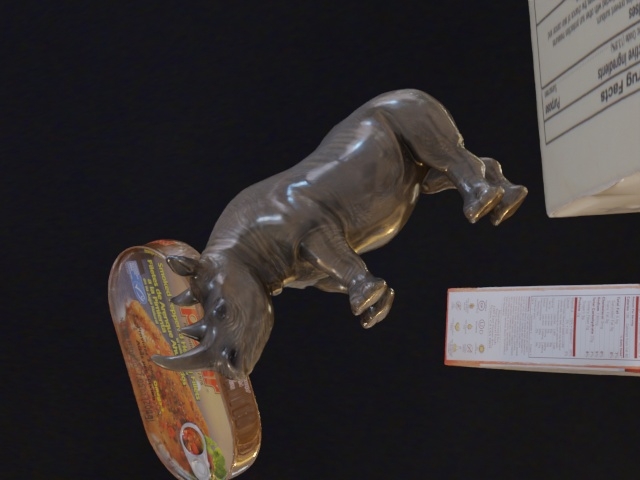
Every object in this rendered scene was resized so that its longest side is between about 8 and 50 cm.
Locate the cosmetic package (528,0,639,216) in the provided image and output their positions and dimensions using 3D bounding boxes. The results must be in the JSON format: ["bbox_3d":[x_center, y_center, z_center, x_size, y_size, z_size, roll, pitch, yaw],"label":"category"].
[{"bbox_3d":[0.155,-0.165,0.644,0.129,0.153,0.296,-2,-95,-12],"label":"cosmetic package"}]

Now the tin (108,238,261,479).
[{"bbox_3d":[-0.100,0.091,1.243,0.040,0.106,0.189,-20,-81,-38],"label":"tin"}]

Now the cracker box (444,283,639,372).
[{"bbox_3d":[0.227,0.070,1.281,0.156,0.232,0.067,6,-95,-36],"label":"cracker box"}]

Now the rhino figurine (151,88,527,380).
[{"bbox_3d":[0.000,0.000,0.961,0.243,0.073,0.106,-37,-108,-19],"label":"rhino figurine"}]
